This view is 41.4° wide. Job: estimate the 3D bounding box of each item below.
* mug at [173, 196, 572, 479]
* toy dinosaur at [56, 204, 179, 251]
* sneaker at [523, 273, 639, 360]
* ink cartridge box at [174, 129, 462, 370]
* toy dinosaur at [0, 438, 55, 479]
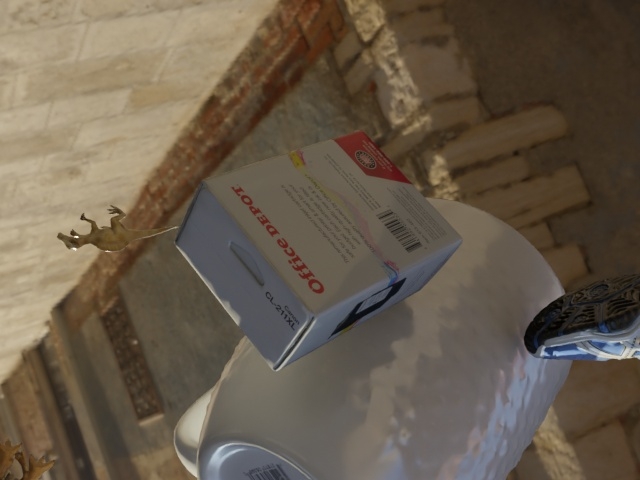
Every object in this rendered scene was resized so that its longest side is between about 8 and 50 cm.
[{"bbox_3d":[0.016,0.157,0.821,0.374,0.276,0.328,-12,-161,41],"label":"mug"},{"bbox_3d":[-0.322,-0.010,1.328,0.183,0.092,0.053,-8,125,-24],"label":"toy dinosaur"},{"bbox_3d":[0.267,0.072,0.676,0.211,0.081,0.080,-16,-160,30],"label":"sneaker"},{"bbox_3d":[0.000,0.000,0.632,0.175,0.127,0.072,-23,156,-43],"label":"ink cartridge box"},{"bbox_3d":[-0.321,0.273,0.867,0.064,0.112,0.211,18,-169,-17],"label":"toy dinosaur"}]
